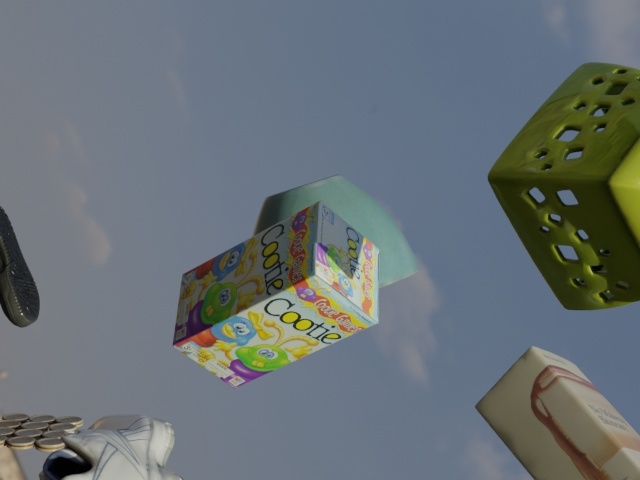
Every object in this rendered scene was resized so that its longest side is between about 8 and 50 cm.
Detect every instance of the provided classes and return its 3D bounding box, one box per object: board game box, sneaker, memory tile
[{"bbox_3d":[-0.064,0.083,2.020,0.142,0.275,0.144,39,38,-35],"label":"board game box"},{"bbox_3d":[-0.350,0.027,1.409,0.051,0.089,0.170,28,36,-65],"label":"sneaker"},{"bbox_3d":[-0.375,0.250,1.792,0.148,0.113,0.012,-72,164,-82],"label":"memory tile"},{"bbox_3d":[-0.219,0.228,1.405,0.129,0.111,0.297,26,0,-16],"label":"sneaker"}]

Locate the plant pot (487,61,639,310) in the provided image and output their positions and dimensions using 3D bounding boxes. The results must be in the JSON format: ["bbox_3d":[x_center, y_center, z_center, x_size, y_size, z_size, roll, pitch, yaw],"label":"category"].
[{"bbox_3d":[0.370,-0.060,1.609,0.207,0.228,0.227,7,-42,52],"label":"plant pot"}]

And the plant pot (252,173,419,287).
[{"bbox_3d":[0.000,0.000,2.322,0.290,0.290,0.195,-14,-86,66],"label":"plant pot"}]

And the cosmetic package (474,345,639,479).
[{"bbox_3d":[0.371,0.300,1.906,0.129,0.153,0.296,-50,-127,14],"label":"cosmetic package"}]
